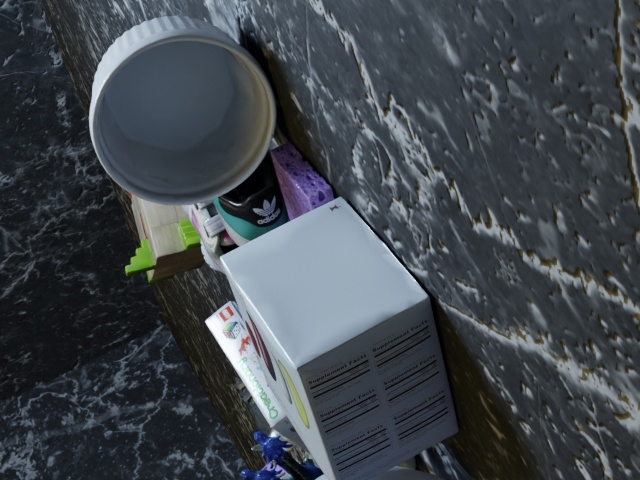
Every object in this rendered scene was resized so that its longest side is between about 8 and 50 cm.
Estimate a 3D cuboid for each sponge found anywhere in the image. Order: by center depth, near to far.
[{"bbox_3d":[0.000,0.000,1.411,0.117,0.031,0.210,49,161,51],"label":"sponge"}]

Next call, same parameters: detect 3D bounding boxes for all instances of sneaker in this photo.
[{"bbox_3d":[-0.137,-0.122,1.577,0.302,0.108,0.121,48,161,27],"label":"sneaker"},{"bbox_3d":[-0.145,-0.046,1.789,0.111,0.103,0.252,37,157,57],"label":"sneaker"},{"bbox_3d":[-0.089,0.298,2.201,0.147,0.105,0.296,60,172,-4],"label":"sneaker"}]

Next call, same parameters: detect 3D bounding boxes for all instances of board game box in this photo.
[{"bbox_3d":[-0.033,0.219,1.711,0.193,0.053,0.305,53,-177,34],"label":"board game box"}]

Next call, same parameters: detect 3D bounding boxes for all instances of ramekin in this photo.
[{"bbox_3d":[-0.161,-0.155,1.382,0.109,0.207,0.207,-117,8,-55],"label":"ramekin"}]

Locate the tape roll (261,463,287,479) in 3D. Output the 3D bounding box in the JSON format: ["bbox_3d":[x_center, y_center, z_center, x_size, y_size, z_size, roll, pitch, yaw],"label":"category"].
[{"bbox_3d":[-0.014,0.510,2.155,0.275,0.090,0.275,41,168,10],"label":"tape roll"}]

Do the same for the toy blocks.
[{"bbox_3d":[-0.272,-0.085,2.105,0.381,0.191,0.261,135,120,-76],"label":"toy blocks"}]

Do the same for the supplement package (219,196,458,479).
[{"bbox_3d":[0.020,0.107,1.266,0.194,0.149,0.203,51,163,47],"label":"supplement package"}]

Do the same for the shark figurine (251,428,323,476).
[{"bbox_3d":[-0.001,0.331,1.962,0.278,0.166,0.116,-133,51,-68],"label":"shark figurine"}]

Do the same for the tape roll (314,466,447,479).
[{"bbox_3d":[0.071,0.376,1.378,0.246,0.246,0.169,64,168,2],"label":"tape roll"}]

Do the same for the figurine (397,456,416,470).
[{"bbox_3d":[0.037,0.190,1.552,0.209,0.092,0.215,-117,9,-49],"label":"figurine"}]

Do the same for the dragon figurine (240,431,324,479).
[{"bbox_3d":[0.018,0.349,1.592,0.289,0.085,0.144,35,175,-2],"label":"dragon figurine"}]
